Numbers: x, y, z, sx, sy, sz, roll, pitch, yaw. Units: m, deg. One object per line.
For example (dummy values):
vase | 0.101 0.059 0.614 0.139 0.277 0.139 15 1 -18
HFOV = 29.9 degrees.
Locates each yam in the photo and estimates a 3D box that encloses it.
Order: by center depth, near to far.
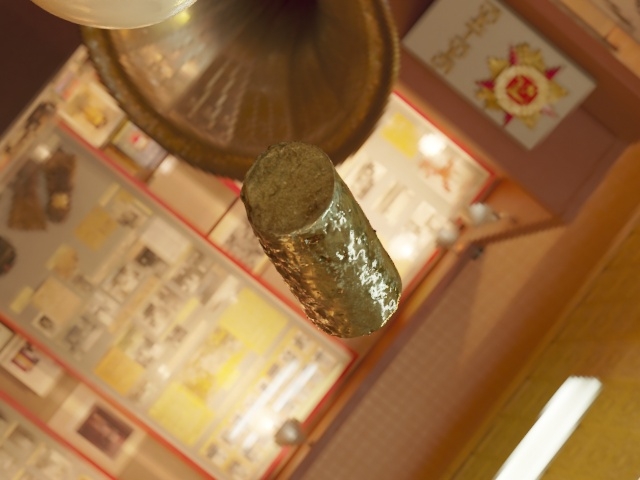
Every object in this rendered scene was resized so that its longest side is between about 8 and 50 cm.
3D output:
yam | 0.000 0.000 1.155 0.107 0.194 0.107 -14 -133 16

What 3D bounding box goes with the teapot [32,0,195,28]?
teapot | -0.207 -0.288 1.065 0.166 0.299 0.208 -37 -124 50
